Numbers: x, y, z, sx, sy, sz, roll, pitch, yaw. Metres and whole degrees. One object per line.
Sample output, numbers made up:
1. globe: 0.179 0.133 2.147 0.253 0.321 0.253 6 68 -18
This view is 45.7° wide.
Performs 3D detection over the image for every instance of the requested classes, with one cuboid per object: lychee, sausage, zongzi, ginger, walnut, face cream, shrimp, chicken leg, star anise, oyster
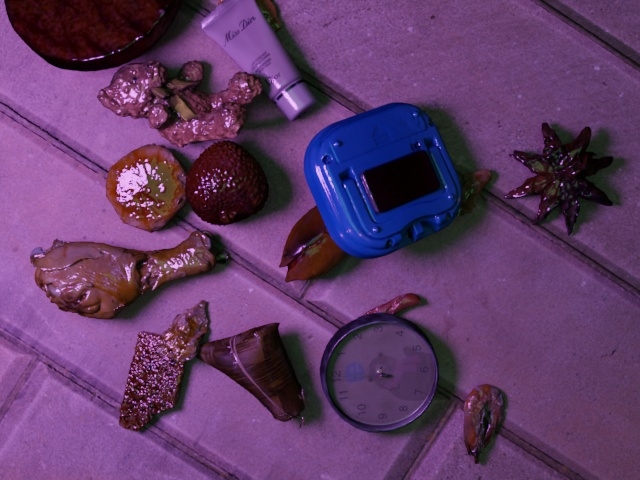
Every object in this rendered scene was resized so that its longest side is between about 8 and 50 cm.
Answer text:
1. lychee: -0.213 -0.124 1.695 0.194 0.194 0.194 0 91 0
2. sausage: 0.160 0.164 1.773 0.158 0.036 0.042 -25 103 1
3. zongzi: -0.166 0.327 1.759 0.241 0.111 0.247 -17 102 27
4. ginger: 0.348 -0.112 1.766 0.057 0.044 0.137 30 84 28
5. walnut: 0.000 0.000 1.723 0.137 0.137 0.245 40 85 -1
6. face cream: -0.130 -0.417 1.735 0.143 0.089 0.314 -38 89 15
7. shrimp: 0.380 0.431 1.779 0.101 0.042 0.190 9 90 -8
8. chicken leg: -0.423 0.063 1.720 0.429 0.153 0.201 -13 83 -7
9. star anise: 0.559 -0.142 1.736 0.272 0.102 0.272 0 94 2
10. oyster: -0.309 0.218 1.751 0.146 0.045 0.121 -21 72 -23

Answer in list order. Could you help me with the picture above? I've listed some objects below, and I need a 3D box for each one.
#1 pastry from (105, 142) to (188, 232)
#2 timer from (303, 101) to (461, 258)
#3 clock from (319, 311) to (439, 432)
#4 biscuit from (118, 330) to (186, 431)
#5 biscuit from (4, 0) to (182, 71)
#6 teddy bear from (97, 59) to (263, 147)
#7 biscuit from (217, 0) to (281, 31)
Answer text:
1. pastry: -0.391 -0.118 1.736 0.192 0.093 0.182 -36 94 0
2. timer: 0.147 -0.137 1.674 0.340 0.115 0.309 -23 90 -25
3. clock: 0.136 0.307 1.748 0.280 0.055 0.280 0 99 -3
4. biscuit: -0.390 0.337 1.770 0.131 0.026 0.237 13 90 11
5. biscuit: -0.500 -0.565 1.697 0.407 0.091 0.407 -2 77 7
6. teddy bear: -0.305 -0.328 1.674 0.296 0.246 0.222 -16 128 35
7. biscuit: -0.172 -0.549 1.761 0.133 0.027 0.184 -15 91 -1
